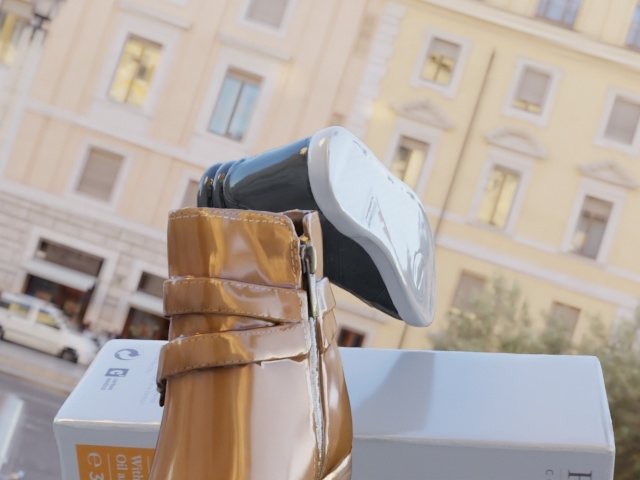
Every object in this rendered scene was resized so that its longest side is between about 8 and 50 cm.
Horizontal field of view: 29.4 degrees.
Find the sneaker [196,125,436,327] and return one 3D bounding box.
[{"bbox_3d":[0.000,-0.001,1.032,0.147,0.104,0.296,-7,-26,23],"label":"sneaker"}]

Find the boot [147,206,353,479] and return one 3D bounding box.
[{"bbox_3d":[-0.051,0.093,0.615,0.109,0.220,0.283,0,4,26],"label":"boot"}]

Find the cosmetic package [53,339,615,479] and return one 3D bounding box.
[{"bbox_3d":[0.016,0.227,1.066,0.453,0.230,0.161,1,21,8],"label":"cosmetic package"}]
